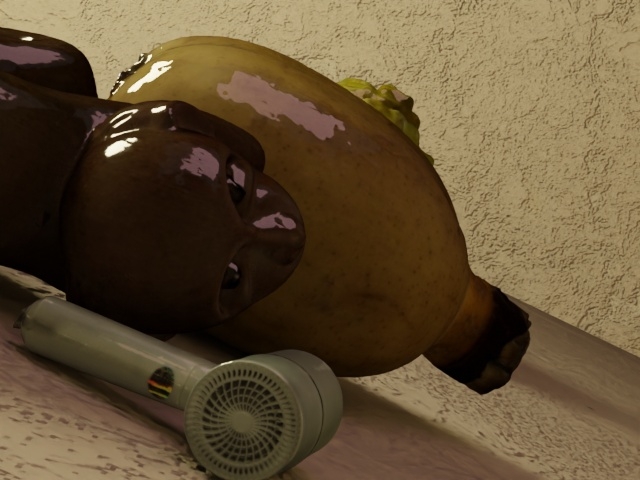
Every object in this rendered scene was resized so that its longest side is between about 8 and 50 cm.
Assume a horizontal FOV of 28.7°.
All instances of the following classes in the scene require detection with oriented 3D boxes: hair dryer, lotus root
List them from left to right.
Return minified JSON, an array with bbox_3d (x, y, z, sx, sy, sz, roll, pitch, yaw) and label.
[{"bbox_3d":[-0.062,0.054,0.510,0.137,0.047,0.082,19,2,12],"label":"hair dryer"},{"bbox_3d":[0.000,0.000,0.739,0.310,0.183,0.183,31,3,-12],"label":"lotus root"}]

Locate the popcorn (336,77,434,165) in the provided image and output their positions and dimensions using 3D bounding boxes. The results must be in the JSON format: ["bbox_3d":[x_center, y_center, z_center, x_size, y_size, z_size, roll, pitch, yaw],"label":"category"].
[{"bbox_3d":[-0.009,-0.070,1.290,0.251,0.206,0.237,4,31,-28],"label":"popcorn"}]

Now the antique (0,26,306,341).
[{"bbox_3d":[-0.132,-0.029,0.569,0.256,0.121,0.143,24,7,-2],"label":"antique"}]
